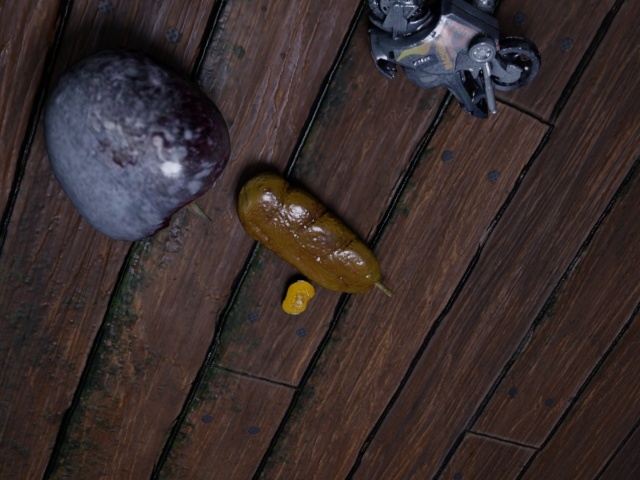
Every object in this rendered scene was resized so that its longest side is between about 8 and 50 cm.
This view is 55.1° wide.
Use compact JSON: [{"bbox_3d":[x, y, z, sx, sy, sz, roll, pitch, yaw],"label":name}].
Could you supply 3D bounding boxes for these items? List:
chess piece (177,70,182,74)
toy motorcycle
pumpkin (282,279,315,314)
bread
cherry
[{"bbox_3d":[-0.200,-0.220,0.960,0.035,0.035,0.092,-42,117,10],"label":"chess piece"},{"bbox_3d":[0.185,-0.292,0.940,0.307,0.108,0.173,22,145,-22],"label":"toy motorcycle"},{"bbox_3d":[-0.044,0.099,1.132,0.050,0.028,0.083,18,118,-19],"label":"pumpkin"},{"bbox_3d":[0.000,0.002,1.067,0.344,0.084,0.124,36,126,-22],"label":"bread"},{"bbox_3d":[-0.261,-0.131,0.888,0.255,0.218,0.296,-32,104,30],"label":"cherry"}]
